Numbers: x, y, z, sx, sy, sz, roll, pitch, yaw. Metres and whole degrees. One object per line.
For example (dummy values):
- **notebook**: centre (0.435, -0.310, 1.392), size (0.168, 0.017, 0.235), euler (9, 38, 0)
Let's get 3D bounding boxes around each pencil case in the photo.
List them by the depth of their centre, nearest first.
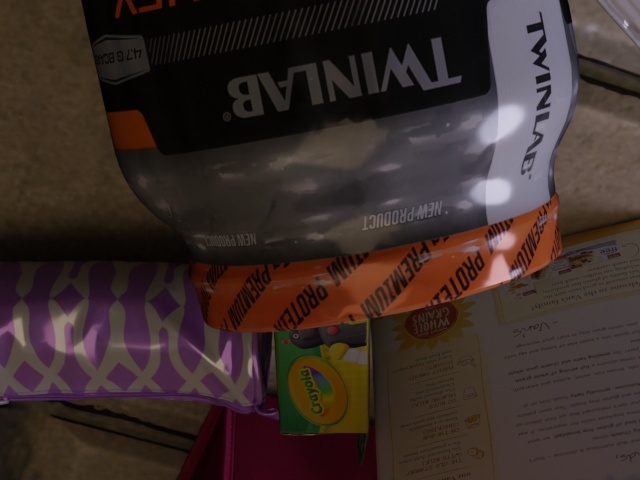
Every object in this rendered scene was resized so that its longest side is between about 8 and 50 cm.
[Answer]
- **pencil case**: centre (-0.124, 0.054, 1.030), size (0.206, 0.088, 0.086), euler (-2, 161, 7)

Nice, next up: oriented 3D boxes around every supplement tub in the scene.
- **supplement tub**: centre (-0.006, -0.133, 0.752), size (0.193, 0.193, 0.316), euler (-12, 97, 8)

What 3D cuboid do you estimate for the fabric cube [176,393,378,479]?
- **fabric cube**: centre (0.017, 0.283, 1.117), size (0.258, 0.254, 0.259), euler (17, 127, -14)

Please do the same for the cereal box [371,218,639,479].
- **cereal box**: centre (0.115, 0.092, 0.975), size (0.173, 0.240, 0.047), euler (-12, 127, 10)

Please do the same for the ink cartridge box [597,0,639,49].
- **ink cartridge box**: centre (0.191, -0.204, 0.836), size (0.218, 0.092, 0.158), euler (-35, 121, 22)

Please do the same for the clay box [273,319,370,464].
- **clay box**: centre (0.000, 0.000, 0.973), size (0.053, 0.127, 0.222), euler (0, 128, 0)
